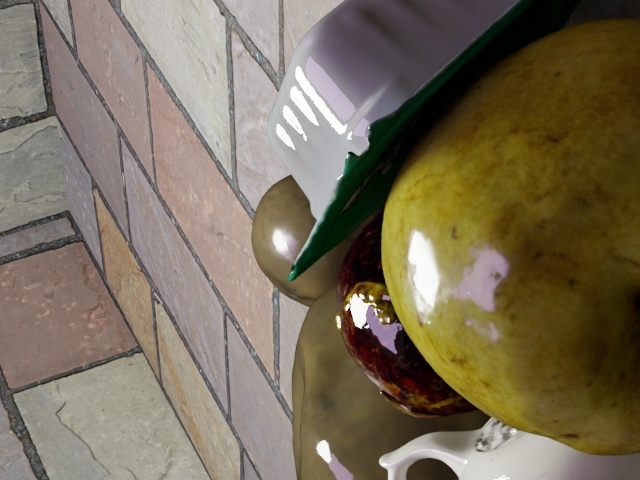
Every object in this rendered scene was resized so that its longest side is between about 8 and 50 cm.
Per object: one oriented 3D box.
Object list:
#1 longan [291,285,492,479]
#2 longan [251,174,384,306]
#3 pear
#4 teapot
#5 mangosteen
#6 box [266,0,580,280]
[{"bbox_3d":[0.100,0.189,1.498,0.288,0.288,0.350,94,162,-48],"label":"longan"},{"bbox_3d":[0.000,0.000,1.741,0.167,0.167,0.187,59,156,32],"label":"longan"},{"bbox_3d":[0.196,-0.006,1.018,0.304,0.304,0.304,54,155,41],"label":"pear"},{"bbox_3d":[0.195,0.178,1.265,0.139,0.298,0.204,50,-161,-8],"label":"teapot"},{"bbox_3d":[0.099,0.063,1.237,0.192,0.192,0.217,66,154,17],"label":"mangosteen"},{"bbox_3d":[0.080,-0.146,1.107,0.106,0.336,0.264,45,155,8],"label":"box"}]
